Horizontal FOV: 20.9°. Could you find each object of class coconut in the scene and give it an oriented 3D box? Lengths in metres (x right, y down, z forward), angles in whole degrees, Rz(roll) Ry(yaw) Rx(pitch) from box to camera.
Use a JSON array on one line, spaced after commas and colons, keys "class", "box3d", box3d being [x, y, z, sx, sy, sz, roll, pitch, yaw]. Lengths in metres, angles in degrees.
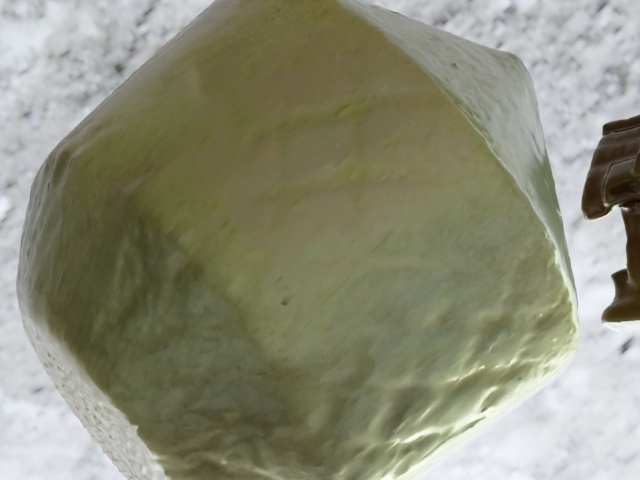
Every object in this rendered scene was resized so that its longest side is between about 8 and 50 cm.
[{"class": "coconut", "box3d": [0.000, 0.000, 0.943, 0.329, 0.329, 0.329, -20, 139, -18]}]

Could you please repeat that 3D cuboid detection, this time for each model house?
[{"class": "model house", "box3d": [0.339, -0.049, 1.391, 0.199, 0.229, 0.219, -9, 173, 42]}]
